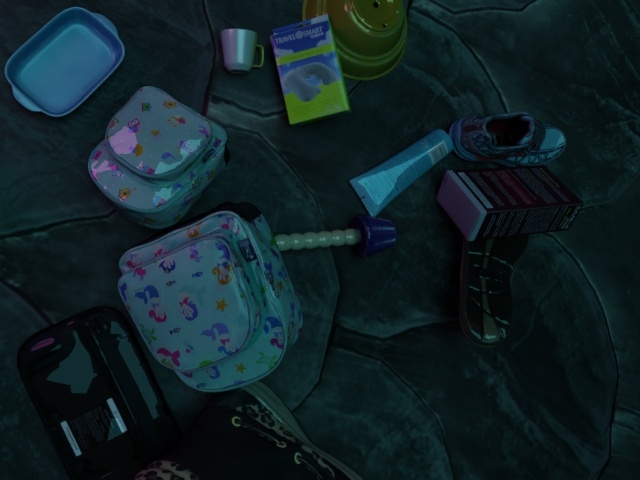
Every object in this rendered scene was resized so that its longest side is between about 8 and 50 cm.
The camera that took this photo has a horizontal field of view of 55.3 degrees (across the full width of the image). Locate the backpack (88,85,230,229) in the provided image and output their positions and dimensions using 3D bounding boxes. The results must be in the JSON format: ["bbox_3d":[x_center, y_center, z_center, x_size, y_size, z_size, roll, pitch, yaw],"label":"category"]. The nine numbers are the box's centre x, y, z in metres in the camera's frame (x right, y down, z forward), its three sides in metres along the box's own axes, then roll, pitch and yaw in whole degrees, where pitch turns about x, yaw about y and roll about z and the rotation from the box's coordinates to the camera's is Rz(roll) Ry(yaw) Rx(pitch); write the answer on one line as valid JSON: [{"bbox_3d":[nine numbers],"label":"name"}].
[{"bbox_3d":[-0.245,-0.120,0.911,0.165,0.144,0.188,34,79,6],"label":"backpack"}]

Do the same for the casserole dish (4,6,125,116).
[{"bbox_3d":[-0.387,-0.268,0.932,0.114,0.037,0.188,42,71,-13],"label":"casserole dish"}]

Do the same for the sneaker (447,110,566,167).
[{"bbox_3d":[0.386,-0.193,1.184,0.261,0.125,0.104,-2,86,-22],"label":"sneaker"}]

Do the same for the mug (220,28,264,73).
[{"bbox_3d":[-0.130,-0.315,1.028,0.078,0.062,0.064,0,93,-15],"label":"mug"}]

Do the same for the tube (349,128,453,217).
[{"bbox_3d":[0.154,-0.132,1.131,0.207,0.052,0.080,-36,94,-15],"label":"tube"}]

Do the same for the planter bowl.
[{"bbox_3d":[0.083,-0.409,1.103,0.217,0.090,0.217,2,85,-21],"label":"planter bowl"}]

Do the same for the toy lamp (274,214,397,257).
[{"bbox_3d":[0.000,0.000,1.040,0.274,0.080,0.080,-7,88,-21],"label":"toy lamp"}]

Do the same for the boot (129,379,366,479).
[{"bbox_3d":[-0.071,0.384,0.835,0.377,0.138,0.284,48,27,7],"label":"boot"}]

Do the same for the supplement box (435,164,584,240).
[{"bbox_3d":[0.357,-0.075,1.157,0.239,0.073,0.130,-6,44,-21],"label":"supplement box"}]

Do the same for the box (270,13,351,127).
[{"bbox_3d":[-0.019,-0.297,1.056,0.109,0.042,0.178,-13,90,7],"label":"box"}]

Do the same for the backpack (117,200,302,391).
[{"bbox_3d":[-0.152,0.093,0.896,0.225,0.191,0.254,-21,101,16],"label":"backpack"}]

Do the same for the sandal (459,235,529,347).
[{"bbox_3d":[0.309,0.062,1.147,0.120,0.086,0.303,19,61,3],"label":"sandal"}]

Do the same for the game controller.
[{"bbox_3d":[-0.315,0.263,0.908,0.166,0.067,0.319,-24,94,-7],"label":"game controller"}]
